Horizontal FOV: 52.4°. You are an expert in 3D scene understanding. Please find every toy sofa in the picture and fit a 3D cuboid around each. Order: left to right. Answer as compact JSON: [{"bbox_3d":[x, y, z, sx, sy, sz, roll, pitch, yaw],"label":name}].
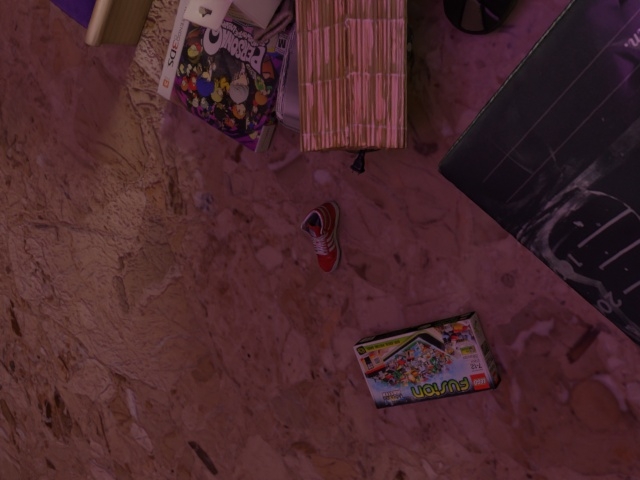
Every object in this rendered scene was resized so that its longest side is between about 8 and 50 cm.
[{"bbox_3d":[-0.472,-0.491,1.125,0.362,0.177,0.150,39,118,16],"label":"toy sofa"}]

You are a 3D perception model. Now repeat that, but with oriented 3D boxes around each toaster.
[{"bbox_3d":[0.029,-0.222,0.929,0.146,0.129,0.227,22,112,28],"label":"toaster"}]

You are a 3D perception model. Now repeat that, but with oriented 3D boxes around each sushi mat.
[{"bbox_3d":[0.037,-0.271,0.822,0.151,0.019,0.317,4,102,27],"label":"sushi mat"}]

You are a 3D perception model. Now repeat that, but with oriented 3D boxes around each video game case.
[{"bbox_3d":[-0.152,-0.290,1.067,0.232,0.042,0.210,33,118,19],"label":"video game case"}]

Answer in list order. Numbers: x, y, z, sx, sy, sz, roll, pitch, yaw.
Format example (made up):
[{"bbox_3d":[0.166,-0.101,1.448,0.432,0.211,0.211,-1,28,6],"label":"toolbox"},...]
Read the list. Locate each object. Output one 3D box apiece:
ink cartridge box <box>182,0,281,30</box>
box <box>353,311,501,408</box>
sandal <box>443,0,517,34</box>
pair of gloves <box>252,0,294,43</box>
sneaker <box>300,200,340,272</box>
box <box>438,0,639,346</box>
[{"bbox_3d":[-0.096,-0.366,0.892,0.115,0.067,0.198,35,95,46],"label":"ink cartridge box"},{"bbox_3d":[0.161,0.189,1.010,0.207,0.036,0.114,-20,92,33],"label":"box"},{"bbox_3d":[0.246,-0.396,0.787,0.120,0.086,0.303,40,134,9],"label":"sandal"},{"bbox_3d":[-0.012,-0.404,0.910,0.240,0.042,0.204,-34,51,28],"label":"pair of gloves"},{"bbox_3d":[0.000,0.000,1.037,0.042,0.067,0.118,8,107,29],"label":"sneaker"},{"bbox_3d":[0.449,-0.111,0.538,0.472,0.297,0.480,42,128,7],"label":"box"}]
